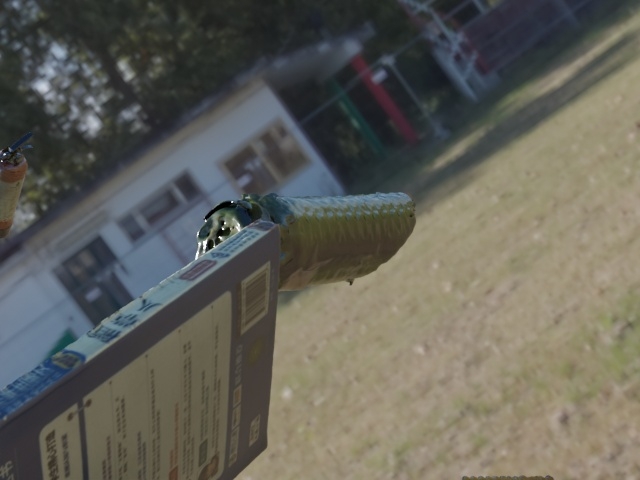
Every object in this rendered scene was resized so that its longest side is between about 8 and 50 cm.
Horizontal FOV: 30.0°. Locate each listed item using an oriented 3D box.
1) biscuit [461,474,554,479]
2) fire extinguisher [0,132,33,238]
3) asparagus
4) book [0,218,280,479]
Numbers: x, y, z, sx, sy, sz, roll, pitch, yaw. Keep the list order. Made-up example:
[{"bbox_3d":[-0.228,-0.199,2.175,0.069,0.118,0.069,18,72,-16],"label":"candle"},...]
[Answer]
[{"bbox_3d":[0.188,0.324,1.069,0.013,0.232,0.237,-24,-24,33],"label":"biscuit"},{"bbox_3d":[-0.445,-0.079,1.692,0.062,0.050,0.177,-33,-21,-47],"label":"fire extinguisher"},{"bbox_3d":[0.000,0.000,1.512,0.108,0.128,0.382,3,5,35],"label":"asparagus"},{"bbox_3d":[-0.172,0.189,1.123,0.428,0.039,0.300,-36,-41,-49],"label":"book"}]
